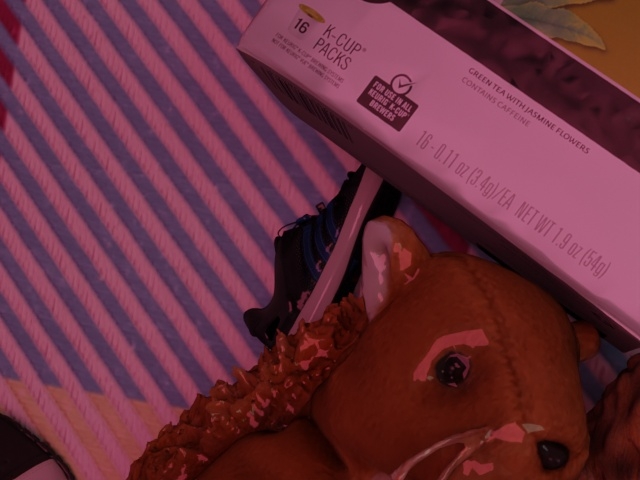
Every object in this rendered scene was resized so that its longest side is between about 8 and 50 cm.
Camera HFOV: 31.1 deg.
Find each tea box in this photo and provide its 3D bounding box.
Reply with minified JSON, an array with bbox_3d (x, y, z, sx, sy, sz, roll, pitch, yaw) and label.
[{"bbox_3d":[0.181,-0.145,0.799,0.329,0.220,0.323,36,90,12],"label":"tea box"}]

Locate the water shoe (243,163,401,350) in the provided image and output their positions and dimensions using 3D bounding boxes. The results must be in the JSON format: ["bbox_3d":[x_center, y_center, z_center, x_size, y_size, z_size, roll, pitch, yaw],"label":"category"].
[{"bbox_3d":[0.000,0.000,0.960,0.080,0.073,0.203,25,89,20],"label":"water shoe"}]

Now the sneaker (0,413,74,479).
[{"bbox_3d":[-0.257,0.288,0.959,0.122,0.146,0.330,-34,76,10],"label":"sneaker"}]

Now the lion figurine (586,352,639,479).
[{"bbox_3d":[0.177,0.244,0.784,0.142,0.240,0.392,25,127,-19],"label":"lion figurine"}]

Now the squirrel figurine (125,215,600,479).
[{"bbox_3d":[0.007,0.154,0.758,0.281,0.397,0.370,24,103,-20],"label":"squirrel figurine"}]
